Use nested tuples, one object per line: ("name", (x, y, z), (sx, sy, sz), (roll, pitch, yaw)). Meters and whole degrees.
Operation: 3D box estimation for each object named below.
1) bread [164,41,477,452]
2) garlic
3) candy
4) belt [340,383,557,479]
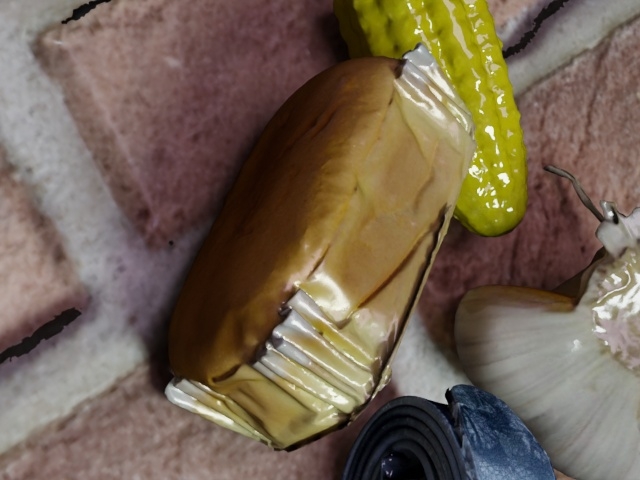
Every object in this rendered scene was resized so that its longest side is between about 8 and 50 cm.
("bread", (0.000, 0.000, 1.035), (0.107, 0.136, 0.241), (37, 55, -20))
("garlic", (0.202, 0.028, 1.146), (0.207, 0.207, 0.256), (20, 56, -31))
("candy", (0.084, -0.094, 1.154), (0.094, 0.106, 0.198), (-23, 93, -21))
("belt", (0.076, 0.184, 1.027), (0.082, 0.141, 0.190), (15, 64, -35))
